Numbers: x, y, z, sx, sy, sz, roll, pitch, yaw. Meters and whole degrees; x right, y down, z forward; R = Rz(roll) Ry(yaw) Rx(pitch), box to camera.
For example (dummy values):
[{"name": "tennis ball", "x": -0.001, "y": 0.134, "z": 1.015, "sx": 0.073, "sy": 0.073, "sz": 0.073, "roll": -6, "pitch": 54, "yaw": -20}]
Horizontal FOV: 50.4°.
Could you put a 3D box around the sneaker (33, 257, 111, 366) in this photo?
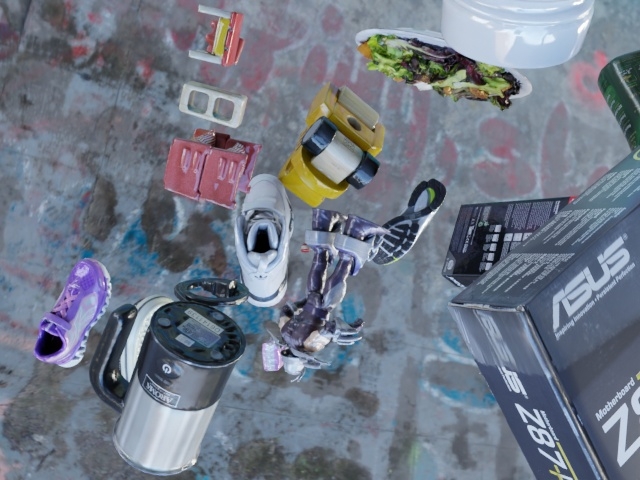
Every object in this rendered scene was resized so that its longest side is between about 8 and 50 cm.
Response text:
[{"name": "sneaker", "x": -0.500, "y": 0.148, "z": 1.352, "sx": 0.095, "sy": 0.104, "sz": 0.236, "roll": 24, "pitch": 95, "yaw": 18}]

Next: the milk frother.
[{"name": "milk frother", "x": -0.124, "y": 0.114, "z": 0.636, "sx": 0.129, "sy": 0.134, "sz": 0.143, "roll": 39, "pitch": 29, "yaw": 26}]

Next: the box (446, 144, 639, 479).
[{"name": "box", "x": 0.338, "y": 0.082, "z": 0.633, "sx": 0.395, "sy": 0.097, "sz": 0.318, "roll": -34, "pitch": 103, "yaw": -24}]

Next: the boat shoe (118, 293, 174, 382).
[{"name": "boat shoe", "x": -0.390, "y": 0.257, "z": 1.502, "sx": 0.156, "sy": 0.500, "sz": 0.186, "roll": 34, "pitch": 60, "yaw": 12}]

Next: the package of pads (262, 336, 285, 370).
[{"name": "package of pads", "x": -0.083, "y": 0.205, "z": 1.236, "sx": 0.032, "sy": 0.083, "sz": 0.050, "roll": -1, "pitch": 90, "yaw": 8}]

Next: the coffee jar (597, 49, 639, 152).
[{"name": "coffee jar", "x": 0.441, "y": -0.157, "z": 0.892, "sx": 0.096, "sy": 0.079, "sz": 0.184, "roll": -14, "pitch": 70, "yaw": 6}]

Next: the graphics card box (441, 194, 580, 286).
[{"name": "graphics card box", "x": 0.518, "y": 0.010, "z": 1.811, "sx": 0.094, "sy": 0.371, "sz": 0.232, "roll": 34, "pitch": 66, "yaw": -38}]

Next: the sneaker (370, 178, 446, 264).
[{"name": "sneaker", "x": 0.263, "y": -0.041, "z": 2.008, "sx": 0.111, "sy": 0.121, "sz": 0.300, "roll": 41, "pitch": 85, "yaw": 17}]

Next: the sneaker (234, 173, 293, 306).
[{"name": "sneaker", "x": -0.131, "y": -0.042, "z": 1.644, "sx": 0.138, "sy": 0.210, "sz": 0.365, "roll": 1, "pitch": 61, "yaw": -3}]

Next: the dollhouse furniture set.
[{"name": "dollhouse furniture set", "x": -0.188, "y": -0.270, "z": 1.384, "sx": 0.152, "sy": 0.201, "sz": 0.373, "roll": 16, "pitch": 107, "yaw": 0}]

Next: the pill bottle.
[{"name": "pill bottle", "x": 0.183, "y": -0.299, "z": 0.557, "sx": 0.161, "sy": 0.283, "sz": 0.160, "roll": 1, "pitch": 43, "yaw": -1}]

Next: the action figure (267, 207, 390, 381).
[{"name": "action figure", "x": 0.005, "y": 0.094, "z": 1.093, "sx": 0.099, "sy": 0.185, "sz": 0.284, "roll": 22, "pitch": 87, "yaw": -42}]

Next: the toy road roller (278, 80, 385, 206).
[{"name": "toy road roller", "x": 0.018, "y": -0.242, "z": 1.826, "sx": 0.203, "sy": 0.241, "sz": 0.329, "roll": 37, "pitch": 38, "yaw": -18}]

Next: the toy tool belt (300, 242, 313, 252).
[{"name": "toy tool belt", "x": 0.000, "y": 0.000, "z": 1.436, "sx": 0.083, "sy": 0.052, "sz": 0.051, "roll": 1, "pitch": 76, "yaw": -7}]

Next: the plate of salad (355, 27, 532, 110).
[{"name": "plate of salad", "x": 0.130, "y": -0.183, "z": 0.746, "sx": 0.200, "sy": 0.200, "sz": 0.048, "roll": 18, "pitch": 92, "yaw": -23}]
